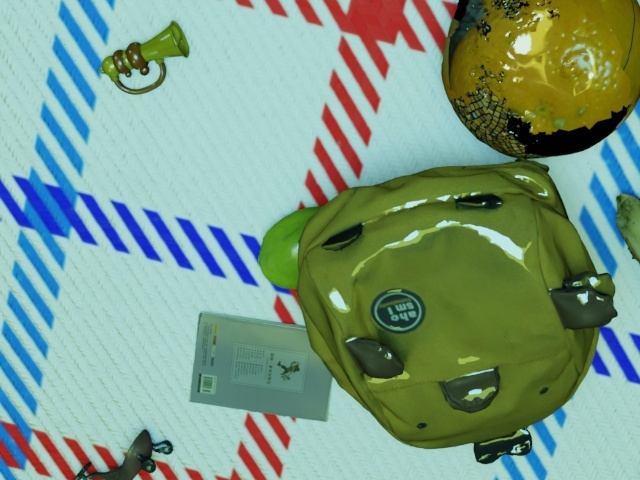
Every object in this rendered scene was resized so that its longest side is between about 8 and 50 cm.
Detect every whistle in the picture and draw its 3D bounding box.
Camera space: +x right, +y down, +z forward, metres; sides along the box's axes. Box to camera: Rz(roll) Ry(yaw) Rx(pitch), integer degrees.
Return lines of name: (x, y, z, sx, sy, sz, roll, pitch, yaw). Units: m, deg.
whistle: (-0.207, -0.214, 1.301, 0.109, 0.057, 0.046, -23, 58, 18)

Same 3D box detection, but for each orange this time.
orange: (0.248, -0.203, 1.202, 0.235, 0.182, 0.234, -2, 100, -9)

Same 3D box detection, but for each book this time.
book: (-0.073, 0.162, 1.400, 0.182, 0.014, 0.127, 8, 106, 2)

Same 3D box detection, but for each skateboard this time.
skateboard: (-0.268, 0.306, 1.432, 0.080, 0.067, 0.151, 39, 108, 2)

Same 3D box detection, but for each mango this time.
mango: (0.000, 0.000, 1.320, 0.165, 0.074, 0.091, -29, 100, 10)

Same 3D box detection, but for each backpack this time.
backpack: (0.158, 0.087, 1.232, 0.354, 0.201, 0.378, -17, 127, 17)

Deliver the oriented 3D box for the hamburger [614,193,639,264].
hamburger: (0.444, 0.035, 1.274, 0.124, 0.131, 0.262, -30, 106, 11)
